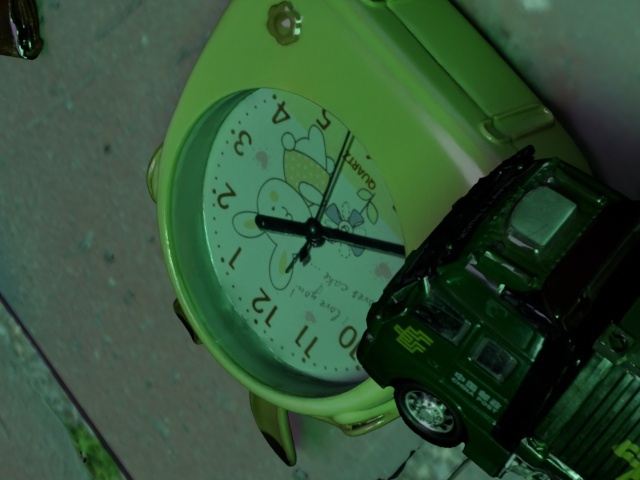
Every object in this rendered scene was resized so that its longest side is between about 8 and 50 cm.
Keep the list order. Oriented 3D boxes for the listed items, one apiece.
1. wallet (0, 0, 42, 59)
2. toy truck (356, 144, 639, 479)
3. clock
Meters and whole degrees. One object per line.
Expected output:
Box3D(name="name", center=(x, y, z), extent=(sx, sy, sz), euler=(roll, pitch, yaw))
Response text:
Box3D(name="wallet", center=(-0.212, -0.145, 1.016), extent=(0.176, 0.026, 0.095), euler=(10, 115, 40))
Box3D(name="toy truck", center=(0.139, 0.074, 0.670), extent=(0.259, 0.088, 0.121), euler=(37, 146, 8))
Box3D(name="clock", center=(0.000, 0.000, 0.844), extent=(0.170, 0.069, 0.232), euler=(50, 131, 17))
